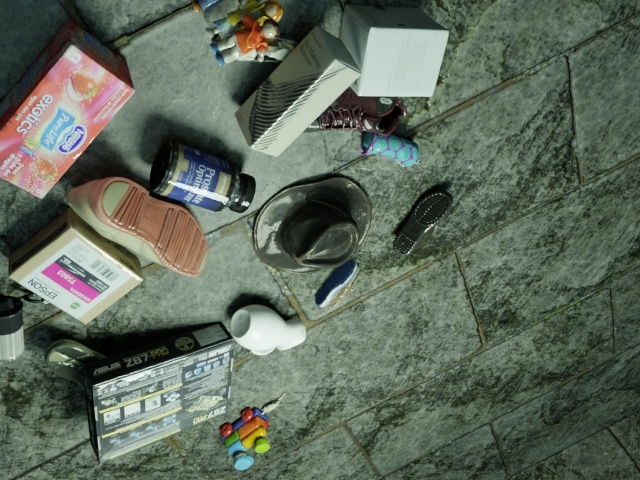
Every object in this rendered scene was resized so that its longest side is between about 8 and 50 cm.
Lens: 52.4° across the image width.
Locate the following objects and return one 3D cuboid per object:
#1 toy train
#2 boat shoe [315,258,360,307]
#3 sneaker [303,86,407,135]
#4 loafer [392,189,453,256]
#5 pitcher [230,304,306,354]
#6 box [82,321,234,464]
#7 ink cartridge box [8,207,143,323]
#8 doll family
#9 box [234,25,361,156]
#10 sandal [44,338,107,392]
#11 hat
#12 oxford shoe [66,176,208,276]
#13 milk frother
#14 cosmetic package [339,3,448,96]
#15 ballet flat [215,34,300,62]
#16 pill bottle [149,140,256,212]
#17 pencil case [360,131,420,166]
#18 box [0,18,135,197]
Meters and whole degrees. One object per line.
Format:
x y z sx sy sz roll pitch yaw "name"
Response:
-0.193 0.607 2.071 0.248 0.143 0.105 -38 131 9 "toy train"
0.059 0.123 1.855 0.066 0.066 0.183 17 128 -37 "boat shoe"
0.064 -0.285 1.465 0.281 0.162 0.106 -18 131 -9 "sneaker"
0.286 -0.051 1.811 0.220 0.080 0.078 -49 161 16 "loafer"
-0.170 0.266 1.839 0.178 0.125 0.207 -39 143 23 "pitcher"
-0.436 0.418 1.797 0.395 0.097 0.318 -16 130 -31 "box"
-0.570 0.065 1.530 0.193 0.088 0.234 -38 131 7 "ink cartridge box"
-0.167 -0.477 1.268 0.163 0.118 0.263 -25 109 7 "doll family"
-0.053 -0.310 1.385 0.275 0.113 0.094 -42 149 27 "box"
-0.608 0.338 1.728 0.120 0.086 0.303 -39 133 -9 "sandal"
0.000 0.000 1.684 0.331 0.134 0.331 -12 130 -14 "hat"
-0.410 -0.033 1.517 0.146 0.140 0.397 4 154 31 "oxford shoe"
-0.712 0.195 1.546 0.143 0.129 0.134 3 122 -16 "milk frother"
0.149 -0.410 1.409 0.184 0.151 0.151 -4 127 -21 "cosmetic package"
-0.126 -0.402 1.361 0.188 0.070 0.070 -6 128 -18 "ballet flat"
-0.263 -0.136 1.475 0.219 0.123 0.123 17 118 -32 "pill bottle"
0.174 -0.229 1.620 0.152 0.064 0.070 13 104 -30 "pencil case"
-0.515 -0.253 1.261 0.300 0.154 0.142 -45 130 13 "box"
